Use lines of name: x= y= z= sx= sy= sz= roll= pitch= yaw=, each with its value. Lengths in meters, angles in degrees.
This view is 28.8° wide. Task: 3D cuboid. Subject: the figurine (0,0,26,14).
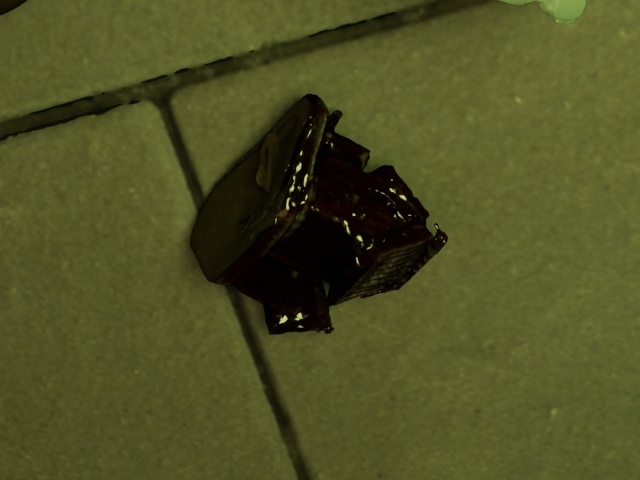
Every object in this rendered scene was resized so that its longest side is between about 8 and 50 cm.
figurine: x=-0.313 y=-0.249 z=0.993 sx=0.275 sy=0.161 sz=0.158 roll=-11 pitch=78 yaw=11

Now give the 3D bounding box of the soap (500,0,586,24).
soap: x=0.122 y=-0.239 z=0.867 sx=0.150 sy=0.261 sz=0.094 roll=17 pitch=114 yaw=-1

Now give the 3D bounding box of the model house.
model house: x=-0.003 y=-0.005 z=1.098 sx=0.164 sy=0.141 sz=0.203 roll=23 pitch=142 yaw=-28
